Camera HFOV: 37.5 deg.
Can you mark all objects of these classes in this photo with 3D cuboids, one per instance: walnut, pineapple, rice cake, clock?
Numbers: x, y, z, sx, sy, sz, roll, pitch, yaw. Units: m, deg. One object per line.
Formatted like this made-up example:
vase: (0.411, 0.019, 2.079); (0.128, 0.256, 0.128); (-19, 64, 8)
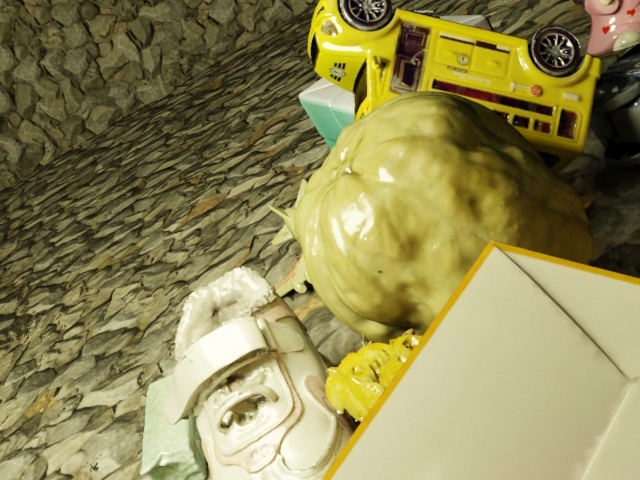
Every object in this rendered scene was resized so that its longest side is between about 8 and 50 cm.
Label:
walnut: (0.122, -0.013, 0.977); (0.282, 0.277, 0.253); (137, 152, -61)
pineapple: (0.126, 0.147, 0.845); (0.135, 0.079, 0.233); (-21, 38, -40)
rice cake: (-0.175, 0.228, 1.146); (0.069, 0.063, 0.206); (-25, 25, 2)
clock: (0.403, -0.352, 1.189); (0.194, 0.195, 0.100); (-22, 9, 2)

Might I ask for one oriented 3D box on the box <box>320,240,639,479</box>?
box: (0.163, 0.188, 0.554); (0.260, 0.213, 0.283); (15, 48, 34)

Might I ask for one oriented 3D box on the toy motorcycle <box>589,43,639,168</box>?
toy motorcycle: (0.452, -0.174, 1.071); (0.213, 0.125, 0.358); (-36, 20, -19)

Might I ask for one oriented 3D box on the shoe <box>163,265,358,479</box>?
shoe: (-0.067, 0.171, 0.951); (0.172, 0.198, 0.351); (-35, 22, 1)

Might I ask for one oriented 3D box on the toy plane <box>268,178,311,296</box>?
toy plane: (0.000, 0.000, 1.314); (0.229, 0.092, 0.244); (-63, 35, 10)

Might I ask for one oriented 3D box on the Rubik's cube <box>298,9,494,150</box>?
Rubik's cube: (0.141, -0.166, 1.317); (0.221, 0.224, 0.231); (-37, 23, -10)

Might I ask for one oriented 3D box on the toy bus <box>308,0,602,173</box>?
toy bus: (0.144, -0.180, 1.098); (0.145, 0.331, 0.151); (115, 166, -76)
